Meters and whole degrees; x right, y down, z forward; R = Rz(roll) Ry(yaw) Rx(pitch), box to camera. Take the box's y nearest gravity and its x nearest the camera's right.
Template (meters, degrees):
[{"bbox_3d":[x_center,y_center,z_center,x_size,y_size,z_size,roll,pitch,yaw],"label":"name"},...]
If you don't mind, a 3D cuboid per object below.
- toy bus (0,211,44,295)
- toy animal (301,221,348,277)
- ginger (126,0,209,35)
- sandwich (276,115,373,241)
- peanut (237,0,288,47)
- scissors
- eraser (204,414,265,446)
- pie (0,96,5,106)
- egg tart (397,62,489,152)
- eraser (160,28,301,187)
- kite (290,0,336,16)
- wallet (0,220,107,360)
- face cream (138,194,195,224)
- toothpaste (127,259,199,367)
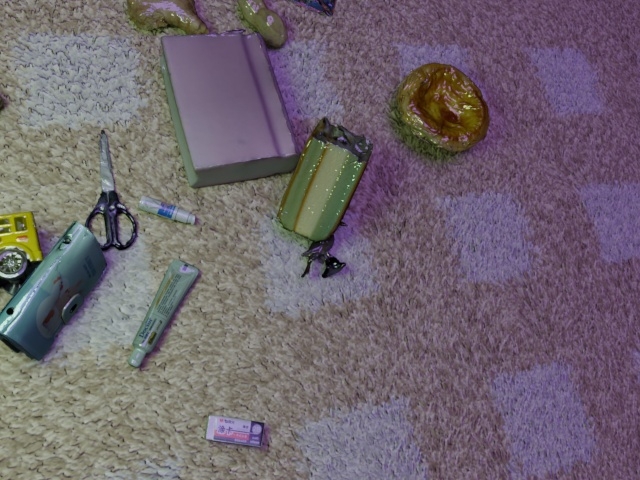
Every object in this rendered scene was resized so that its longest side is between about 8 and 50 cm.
[{"bbox_3d":[-0.710,0.042,1.137,0.330,0.144,0.152,-10,74,-24],"label":"toy bus"},{"bbox_3d":[0.008,0.007,1.450,0.105,0.070,0.202,15,63,-14],"label":"toy animal"},{"bbox_3d":[-0.388,-0.595,1.533,0.213,0.074,0.138,7,77,-13],"label":"ginger"},{"bbox_3d":[0.012,-0.147,1.406,0.155,0.198,0.227,24,52,0],"label":"sandwich"},{"bbox_3d":[-0.160,-0.607,1.613,0.082,0.082,0.187,-40,88,-27],"label":"peanut"},{"bbox_3d":[-0.481,-0.120,1.348,0.109,0.022,0.300,-2,71,-24],"label":"scissors"},{"bbox_3d":[-0.180,0.401,1.253,0.122,0.029,0.052,13,66,-15],"label":"eraser"},{"bbox_3d":[-0.820,-0.363,1.277,0.282,0.068,0.129,42,37,-8],"label":"pie"},{"bbox_3d":[0.338,-0.362,1.682,0.294,0.116,0.295,8,65,-17],"label":"egg tart"},{"bbox_3d":[-0.229,-0.327,1.464,0.272,0.122,0.359,-13,74,-21],"label":"eraser"},{"bbox_3d":[-0.022,-0.728,1.748,0.241,0.014,0.183,-23,78,-24],"label":"kite"},{"bbox_3d":[-0.522,0.100,1.164,0.075,0.176,0.250,25,63,6],"label":"wallet"},{"bbox_3d":[-0.350,-0.067,1.367,0.130,0.034,0.034,20,65,-12],"label":"face cream"},{"bbox_3d":[-0.343,0.155,1.284,0.067,0.037,0.255,24,61,-4],"label":"toothpaste"}]
